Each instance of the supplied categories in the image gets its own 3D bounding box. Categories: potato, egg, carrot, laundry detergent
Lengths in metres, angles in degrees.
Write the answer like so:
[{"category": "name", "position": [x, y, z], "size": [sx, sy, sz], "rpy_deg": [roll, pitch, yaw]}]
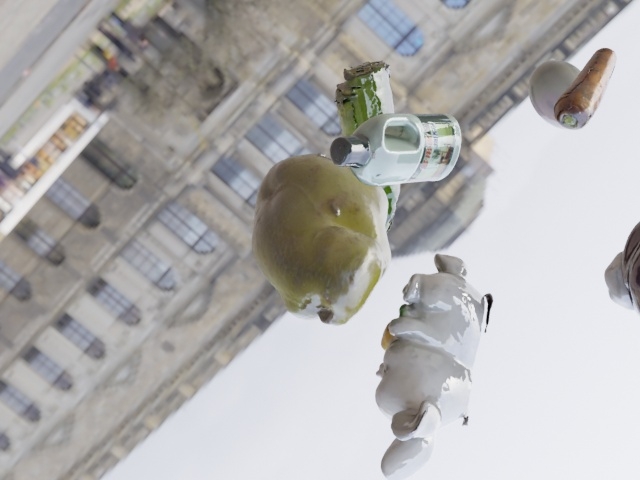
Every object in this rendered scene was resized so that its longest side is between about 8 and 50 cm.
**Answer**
[{"category": "potato", "position": [0.002, -0.003, 1.716], "size": [0.351, 0.218, 0.202], "rpy_deg": [-94, -176, -50]}, {"category": "egg", "position": [0.421, -0.255, 1.934], "size": [0.103, 0.135, 0.103], "rpy_deg": [-21, 152, -12]}, {"category": "carrot", "position": [0.377, -0.214, 1.560], "size": [0.055, 0.055, 0.161], "rpy_deg": [-32, -165, 50]}, {"category": "laundry detergent", "position": [0.096, -0.122, 1.478], "size": [0.226, 0.070, 0.099], "rpy_deg": [-6, 126, -47]}]

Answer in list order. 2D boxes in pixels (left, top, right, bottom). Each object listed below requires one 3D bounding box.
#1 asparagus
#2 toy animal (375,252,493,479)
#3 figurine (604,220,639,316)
[{"category": "asparagus", "position": [0.106, -0.163, 2.217], "size": [0.108, 0.382, 0.128], "rpy_deg": [-1, -165, 31]}, {"category": "toy animal", "position": [0.163, 0.187, 1.653], "size": [0.208, 0.154, 0.325], "rpy_deg": [98, 3, -50]}, {"category": "figurine", "position": [0.633, 0.034, 1.663], "size": [0.365, 0.218, 0.206], "rpy_deg": [-4, -146, -1]}]
